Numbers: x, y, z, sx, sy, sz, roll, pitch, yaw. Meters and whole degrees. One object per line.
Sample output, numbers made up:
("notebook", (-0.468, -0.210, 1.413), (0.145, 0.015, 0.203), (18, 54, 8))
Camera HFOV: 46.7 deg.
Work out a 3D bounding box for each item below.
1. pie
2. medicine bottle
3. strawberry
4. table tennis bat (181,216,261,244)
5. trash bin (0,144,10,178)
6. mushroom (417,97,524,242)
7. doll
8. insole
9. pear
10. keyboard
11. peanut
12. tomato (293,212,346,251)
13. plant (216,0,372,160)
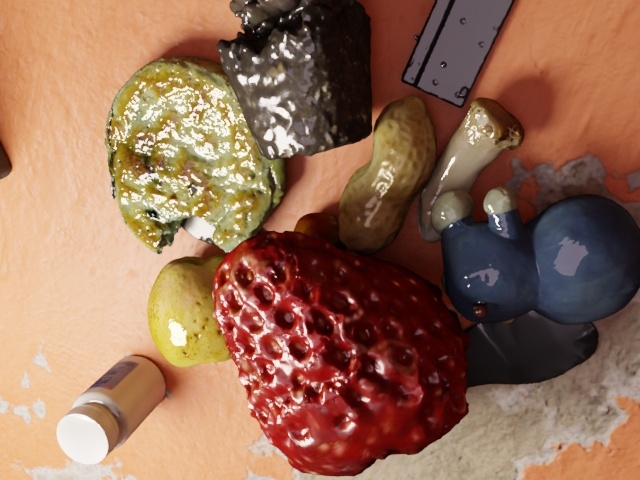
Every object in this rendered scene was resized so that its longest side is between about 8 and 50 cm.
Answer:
("pie", (-0.188, -0.121, 1.081), (0.302, 0.067, 0.302), (4, 105, 16))
("medicine bottle", (-0.333, 0.270, 1.194), (0.102, 0.187, 0.103), (5, 109, 14))
("strawberry", (0.003, 0.141, 0.977), (0.345, 0.295, 0.317), (40, 157, -27))
("table tennis bat", (-0.143, -0.038, 1.134), (0.234, 0.022, 0.131), (42, 112, 2))
("trash bin", (-0.592, -0.135, 1.105), (0.101, 0.236, 0.177), (-18, 102, 20))
("mushroom", (0.191, -0.091, 1.000), (0.084, 0.071, 0.209), (10, 124, -33))
("doll", (0.285, 0.025, 0.966), (0.258, 0.154, 0.228), (-10, 128, 3))
("insole", (0.235, 0.179, 1.106), (0.348, 0.009, 0.119), (-22, 99, 20))
("pear", (-0.179, 0.104, 1.122), (0.178, 0.178, 0.178), (5, 109, 14))
("keyboard", (0.203, -0.328, 0.941), (0.101, 0.018, 0.310), (25, 112, 5))
("peanut", (0.091, -0.084, 1.007), (0.103, 0.098, 0.229), (33, 111, 17))
("tomato", (0.000, 0.000, 1.075), (0.075, 0.087, 0.087), (-4, 110, -21))
("plant", (-0.027, -0.271, 0.934), (0.194, 0.181, 0.321), (-6, 106, 26))
